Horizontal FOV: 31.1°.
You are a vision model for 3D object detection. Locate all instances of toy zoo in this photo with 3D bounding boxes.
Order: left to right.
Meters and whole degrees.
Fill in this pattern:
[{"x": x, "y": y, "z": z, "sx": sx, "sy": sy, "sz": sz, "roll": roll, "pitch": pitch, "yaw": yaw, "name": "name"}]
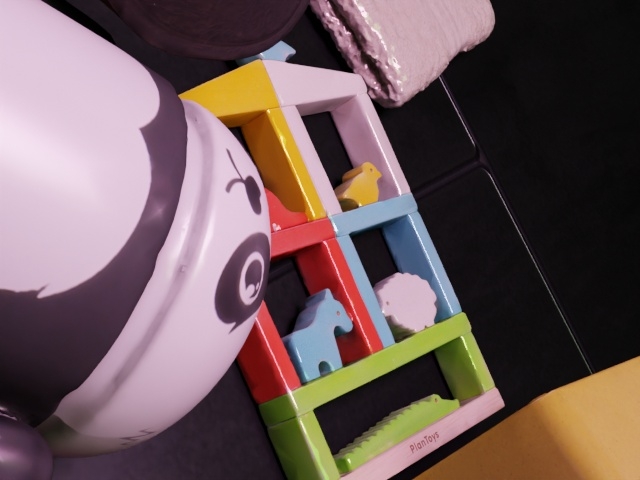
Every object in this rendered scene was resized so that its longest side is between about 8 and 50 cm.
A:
[{"x": 0.000, "y": 0.000, "z": 0.716, "sx": 0.192, "sy": 0.030, "sz": 0.293, "roll": -18, "pitch": 83, "yaw": -50, "name": "toy zoo"}]

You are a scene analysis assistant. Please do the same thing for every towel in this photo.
[{"x": 0.019, "y": -0.245, "z": 0.861, "sx": 0.282, "sy": 0.049, "sz": 0.187, "roll": 57, "pitch": 41, "yaw": -9, "name": "towel"}]

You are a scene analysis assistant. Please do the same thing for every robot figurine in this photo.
[{"x": -0.147, "y": -0.021, "z": 0.451, "sx": 0.278, "sy": 0.173, "sz": 0.209, "roll": 30, "pitch": 83, "yaw": -33, "name": "robot figurine"}]

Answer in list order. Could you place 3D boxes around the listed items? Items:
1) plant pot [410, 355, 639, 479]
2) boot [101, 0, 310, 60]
[{"x": 0.162, "y": 0.188, "z": 0.669, "sx": 0.212, "sy": 0.212, "sz": 0.187, "roll": -10, "pitch": 64, "yaw": -50, "name": "plant pot"}, {"x": -0.156, "y": -0.207, "z": 0.565, "sx": 0.264, "sy": 0.096, "sz": 0.280, "roll": 9, "pitch": 28, "yaw": -41, "name": "boot"}]
